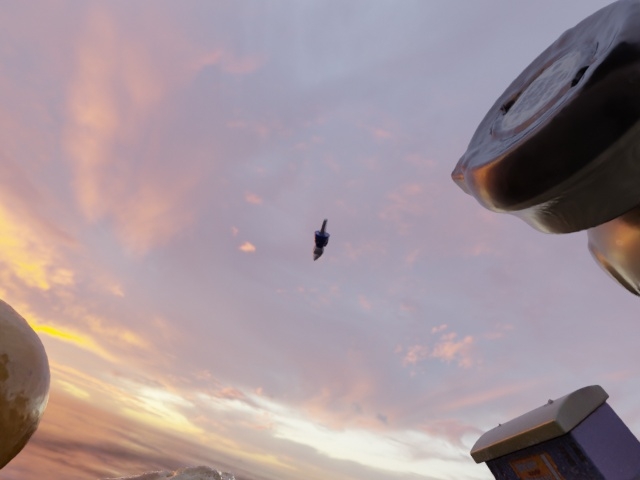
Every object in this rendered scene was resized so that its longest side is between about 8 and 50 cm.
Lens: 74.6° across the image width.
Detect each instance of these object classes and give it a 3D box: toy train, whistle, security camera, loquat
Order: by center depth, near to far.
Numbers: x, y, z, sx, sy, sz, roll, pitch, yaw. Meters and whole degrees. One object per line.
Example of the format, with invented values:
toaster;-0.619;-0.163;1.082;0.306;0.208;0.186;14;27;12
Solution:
loquat;-0.262;0.101;0.285;0.141;0.141;0.141;15;-29;9
security camera;0.289;-0.045;0.373;0.277;0.197;0.191;37;3;-8
toy train;0.386;0.362;0.658;0.131;0.202;0.299;-18;-30;-24
whistle;0.000;0.000;0.767;0.029;0.033;0.083;15;-68;6

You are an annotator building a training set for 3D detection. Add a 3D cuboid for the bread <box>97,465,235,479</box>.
bread;-0.327;0.566;0.708;0.372;0.279;0.390;-13;-31;-6
